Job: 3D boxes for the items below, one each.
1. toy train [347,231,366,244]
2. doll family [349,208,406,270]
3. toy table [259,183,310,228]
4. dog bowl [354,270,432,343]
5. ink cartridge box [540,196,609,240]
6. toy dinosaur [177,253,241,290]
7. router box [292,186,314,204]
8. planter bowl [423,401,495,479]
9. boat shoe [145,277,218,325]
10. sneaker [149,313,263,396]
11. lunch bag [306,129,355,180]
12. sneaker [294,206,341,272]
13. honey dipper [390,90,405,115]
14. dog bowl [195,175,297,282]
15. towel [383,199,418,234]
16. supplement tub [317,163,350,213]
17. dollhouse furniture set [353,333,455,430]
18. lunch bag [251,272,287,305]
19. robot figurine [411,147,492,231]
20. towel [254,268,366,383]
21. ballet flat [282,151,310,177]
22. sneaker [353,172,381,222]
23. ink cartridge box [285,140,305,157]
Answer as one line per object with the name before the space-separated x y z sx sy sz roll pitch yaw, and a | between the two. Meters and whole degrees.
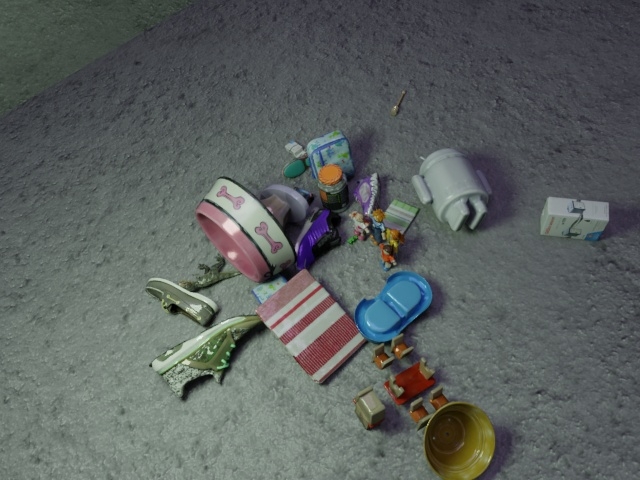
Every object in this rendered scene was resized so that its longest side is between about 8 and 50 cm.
toy train | 0.139 -0.013 1.901 0.083 0.017 0.023 -35 47 -13
doll family | 0.222 -0.028 1.795 0.118 0.163 0.263 -32 63 -16
toy table | -0.183 -0.102 1.895 0.161 0.252 0.274 -47 17 -24
dog bowl | 0.242 0.232 1.665 0.297 0.074 0.166 -37 65 -22
ink cartridge box | 0.884 -0.075 1.726 0.190 0.140 0.082 6 60 15
toy dinosaur | -0.413 0.121 1.891 0.268 0.064 0.118 -16 50 -13
router box | -0.097 -0.155 2.026 0.092 0.038 0.122 25 64 25
planter bowl | 0.378 0.563 1.406 0.217 0.090 0.217 1 83 -10
boat shoe | -0.527 0.225 1.812 0.305 0.109 0.091 18 57 17
sneaker | -0.359 0.389 1.686 0.410 0.158 0.182 -28 87 -10
lunch bag | 0.041 -0.325 2.004 0.176 0.219 0.090 -22 49 -5
sneaker | 0.000 -0.001 1.867 0.146 0.102 0.293 12 60 17
honey dipper | 0.361 -0.636 2.265 0.030 0.030 0.161 16 59 20
dog bowl | -0.277 -0.022 1.746 0.408 0.408 0.150 36 69 28
towel | 0.299 -0.085 1.919 0.113 0.023 0.152 27 63 23
supplement tub | 0.051 -0.203 1.937 0.117 0.190 0.117 -5 56 7
dollhouse furniture set | 0.233 0.466 1.522 0.259 0.135 0.262 -24 55 -19
lunch bag | -0.158 0.204 1.765 0.128 0.096 0.151 -33 67 -11
robot figurine | 0.495 -0.203 1.848 0.299 0.200 0.353 -5 54 -17
towel | -0.031 0.284 1.663 0.237 0.037 0.329 -38 78 -20
ballet flat | -0.082 -0.340 2.133 0.221 0.077 0.079 -32 39 -17
sneaker | 0.180 -0.166 1.956 0.104 0.095 0.236 -4 51 16
ink cartridge box | -0.112 -0.407 2.202 0.048 0.028 0.083 -43 60 -17
